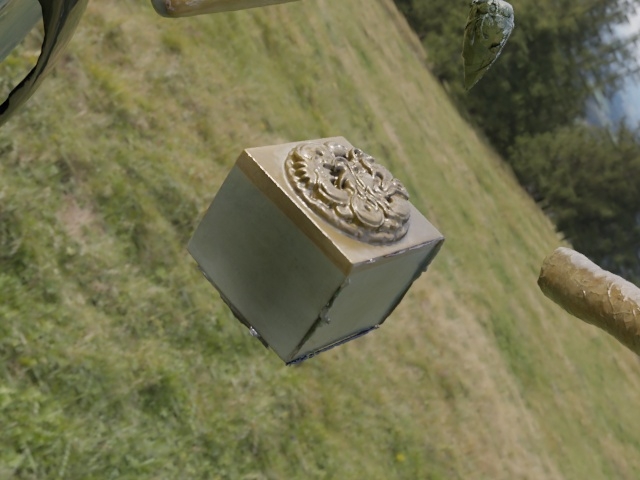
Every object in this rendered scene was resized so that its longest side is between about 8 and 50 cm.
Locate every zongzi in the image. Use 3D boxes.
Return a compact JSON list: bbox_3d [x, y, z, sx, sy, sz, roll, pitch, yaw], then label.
[{"bbox_3d":[0.199,-0.234,1.162,0.109,0.055,0.119,-78,180,-75],"label":"zongzi"}]

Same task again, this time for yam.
[{"bbox_3d":[0.370,0.089,1.179,0.081,0.081,0.356,58,-2,-18],"label":"yam"}]

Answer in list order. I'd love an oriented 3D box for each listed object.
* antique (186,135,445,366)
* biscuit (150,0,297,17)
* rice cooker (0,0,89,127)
[{"bbox_3d":[0.000,0.000,0.830,0.152,0.148,0.147,46,32,20],"label":"antique"},{"bbox_3d":[-0.115,-0.447,1.388,0.062,0.291,0.237,75,5,-79],"label":"biscuit"},{"bbox_3d":[-0.303,-0.199,0.578,0.325,0.335,0.335,44,24,-14],"label":"rice cooker"}]
